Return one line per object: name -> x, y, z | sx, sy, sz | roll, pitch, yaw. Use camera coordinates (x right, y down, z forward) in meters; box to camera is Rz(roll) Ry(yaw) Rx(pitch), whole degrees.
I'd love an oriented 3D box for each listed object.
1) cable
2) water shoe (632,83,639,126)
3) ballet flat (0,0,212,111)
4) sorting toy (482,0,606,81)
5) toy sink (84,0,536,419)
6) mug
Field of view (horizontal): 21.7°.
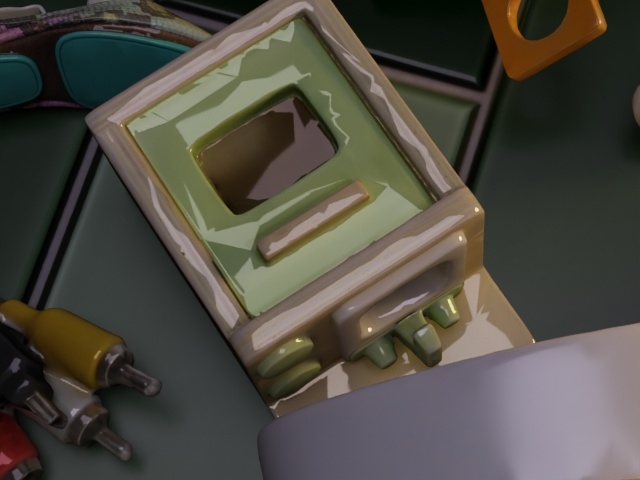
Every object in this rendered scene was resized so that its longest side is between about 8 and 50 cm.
cable -> -0.225, 0.046, 0.984 | 0.139, 0.072, 0.287 | -48, 63, 3
water shoe -> 0.254, -0.138, 0.993 | 0.203, 0.073, 0.080 | -38, 47, -7
ballet flat -> -0.161, -0.117, 1.012 | 0.221, 0.077, 0.079 | -6, 47, 3
sorting toy -> 0.107, -0.252, 1.011 | 0.196, 0.047, 0.348 | -17, 69, 34
toy sink -> 0.000, 0.000, 0.926 | 0.153, 0.131, 0.234 | -32, 74, -5
mug -> 0.137, 0.212, 0.726 | 0.276, 0.374, 0.328 | -11, 78, -4
